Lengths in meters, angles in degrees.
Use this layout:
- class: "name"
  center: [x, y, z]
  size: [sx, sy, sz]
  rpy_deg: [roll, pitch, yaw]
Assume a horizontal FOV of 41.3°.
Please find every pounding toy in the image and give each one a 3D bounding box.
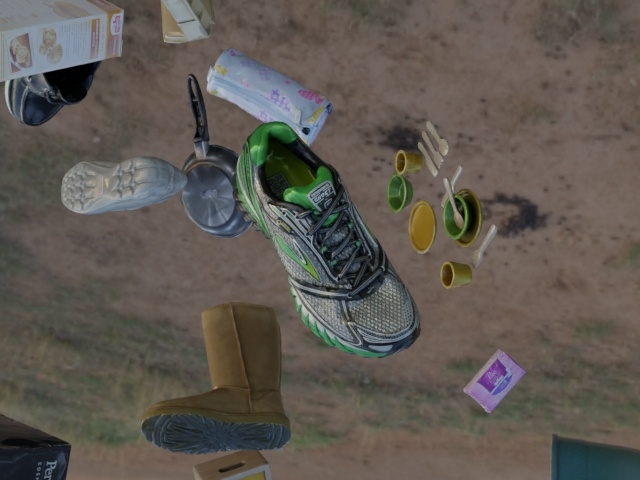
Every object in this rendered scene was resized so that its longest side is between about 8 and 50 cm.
- class: "pounding toy"
  center: [-0.137, 0.433, 1.587]
  size: [0.181, 0.206, 0.094]
  rpy_deg: [-13, -164, -21]

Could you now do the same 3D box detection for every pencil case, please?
- class: "pencil case"
  center: [-0.111, -0.308, 1.843]
  size: [0.273, 0.124, 0.114]
  rpy_deg: [31, 133, 5]

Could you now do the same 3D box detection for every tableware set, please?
- class: "tableware set"
  center: [0.095, -0.024, 0.735]
  size: [0.024, 0.154, 0.104]
  rpy_deg: [-1, 134, -23]

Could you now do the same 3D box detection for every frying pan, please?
- class: "frying pan"
  center: [-0.209, -0.157, 1.720]
  size: [0.197, 0.053, 0.326]
  rpy_deg: [16, 113, 24]

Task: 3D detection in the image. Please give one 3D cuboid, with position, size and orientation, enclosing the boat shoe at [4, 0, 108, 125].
- class: "boat shoe"
  center: [-0.456, -0.300, 1.514]
  size: [0.127, 0.113, 0.340]
  rpy_deg: [-10, 152, -52]

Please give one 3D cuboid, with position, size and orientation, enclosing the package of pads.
- class: "package of pads"
  center: [0.254, 0.206, 1.246]
  size: [0.050, 0.083, 0.032]
  rpy_deg: [42, 177, 0]

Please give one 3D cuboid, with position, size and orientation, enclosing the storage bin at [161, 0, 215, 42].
- class: "storage bin"
  center: [-0.320, -0.578, 1.745]
  size: [0.123, 0.261, 0.262]
  rpy_deg: [-9, 163, 8]

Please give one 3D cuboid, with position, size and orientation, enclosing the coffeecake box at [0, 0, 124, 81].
- class: "coffeecake box"
  center: [-0.364, -0.270, 1.061]
  size: [0.142, 0.185, 0.068]
  rpy_deg: [32, 127, 26]

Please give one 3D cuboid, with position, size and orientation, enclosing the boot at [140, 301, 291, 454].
- class: "boot"
  center: [-0.168, 0.209, 1.349]
  size: [0.236, 0.270, 0.089]
  rpy_deg: [10, 125, -19]

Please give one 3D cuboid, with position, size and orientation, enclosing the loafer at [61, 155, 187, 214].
- class: "loafer"
  center: [-0.391, -0.104, 1.657]
  size: [0.319, 0.112, 0.111]
  rpy_deg: [0, 175, 41]

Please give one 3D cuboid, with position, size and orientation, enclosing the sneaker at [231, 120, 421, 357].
- class: "sneaker"
  center: [0.000, 0.000, 1.062]
  size: [0.344, 0.134, 0.146]
  rpy_deg: [50, 160, 15]

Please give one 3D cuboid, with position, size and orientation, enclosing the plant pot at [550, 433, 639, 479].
- class: "plant pot"
  center: [0.466, 0.429, 1.238]
  size: [0.255, 0.272, 0.272]
  rpy_deg: [1, 152, 17]

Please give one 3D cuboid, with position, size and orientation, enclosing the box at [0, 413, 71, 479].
- class: "box"
  center: [-0.454, 0.354, 0.841]
  size: [0.178, 0.344, 0.312]
  rpy_deg: [6, 175, 41]
